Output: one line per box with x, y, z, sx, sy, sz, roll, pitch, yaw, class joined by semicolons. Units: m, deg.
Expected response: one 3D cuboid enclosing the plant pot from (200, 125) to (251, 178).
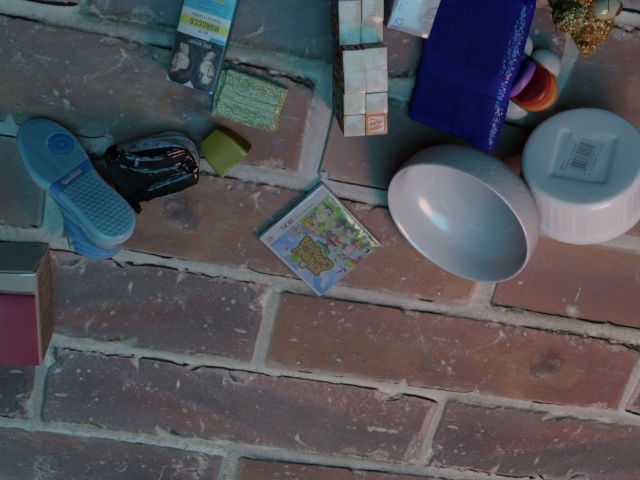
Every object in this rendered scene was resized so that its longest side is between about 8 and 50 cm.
-0.204;-0.193;1.722;0.081;0.081;0.083;-42;102;13;plant pot

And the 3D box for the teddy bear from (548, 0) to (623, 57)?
0.475;-0.510;1.576;0.113;0.245;0.338;-26;113;34;teddy bear

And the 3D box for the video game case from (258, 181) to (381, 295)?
0.000;0.000;1.870;0.193;0.023;0.212;-40;114;12;video game case

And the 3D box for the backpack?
-0.340;-0.156;1.701;0.181;0.115;0.152;-14;128;-1;backpack

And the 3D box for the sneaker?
-0.521;-0.088;1.710;0.127;0.208;0.319;-35;82;-29;sneaker

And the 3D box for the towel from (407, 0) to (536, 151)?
0.302;-0.357;1.648;0.076;0.227;0.308;-17;128;-43;towel

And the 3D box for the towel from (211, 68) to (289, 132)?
-0.147;-0.291;1.707;0.148;0.027;0.110;14;112;-12;towel

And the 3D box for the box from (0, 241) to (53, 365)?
-0.660;0.136;1.782;0.126;0.149;0.233;2;115;-7;box

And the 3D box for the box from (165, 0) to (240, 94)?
-0.224;-0.420;1.607;0.100;0.060;0.244;17;113;-3;box

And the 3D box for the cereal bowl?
0.317;-0.075;1.748;0.141;0.339;0.339;-51;119;-30;cereal bowl

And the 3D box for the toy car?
0.411;-0.334;1.696;0.182;0.136;0.159;29;109;-19;toy car

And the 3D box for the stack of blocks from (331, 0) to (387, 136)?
0.074;-0.373;1.616;0.087;0.171;0.297;-4;116;-5;stack of blocks

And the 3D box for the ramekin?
0.548;-0.143;1.714;0.277;0.277;0.135;-24;150;5;ramekin

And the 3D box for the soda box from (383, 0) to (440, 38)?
0.202;-0.547;1.588;0.091;0.098;0.286;12;113;-13;soda box
